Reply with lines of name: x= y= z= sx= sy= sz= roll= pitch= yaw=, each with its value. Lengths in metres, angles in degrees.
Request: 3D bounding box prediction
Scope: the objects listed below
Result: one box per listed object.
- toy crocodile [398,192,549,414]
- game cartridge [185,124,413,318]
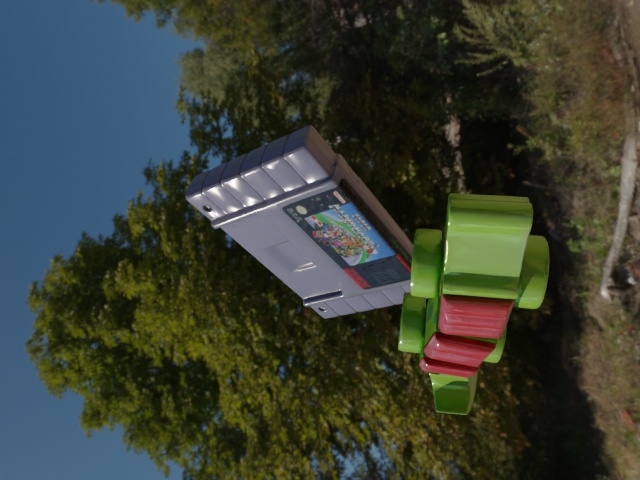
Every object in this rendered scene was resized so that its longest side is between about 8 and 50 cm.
toy crocodile: x=0.139 y=0.074 z=0.520 sx=0.341 sy=0.115 sz=0.105 roll=85 pitch=-166 yaw=-56
game cartridge: x=0.000 y=0.000 z=0.800 sx=0.355 sy=0.230 sz=0.068 roll=45 pitch=-133 yaw=-36
